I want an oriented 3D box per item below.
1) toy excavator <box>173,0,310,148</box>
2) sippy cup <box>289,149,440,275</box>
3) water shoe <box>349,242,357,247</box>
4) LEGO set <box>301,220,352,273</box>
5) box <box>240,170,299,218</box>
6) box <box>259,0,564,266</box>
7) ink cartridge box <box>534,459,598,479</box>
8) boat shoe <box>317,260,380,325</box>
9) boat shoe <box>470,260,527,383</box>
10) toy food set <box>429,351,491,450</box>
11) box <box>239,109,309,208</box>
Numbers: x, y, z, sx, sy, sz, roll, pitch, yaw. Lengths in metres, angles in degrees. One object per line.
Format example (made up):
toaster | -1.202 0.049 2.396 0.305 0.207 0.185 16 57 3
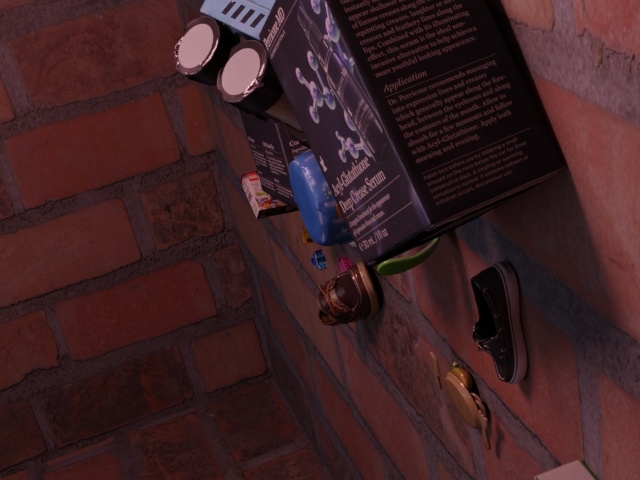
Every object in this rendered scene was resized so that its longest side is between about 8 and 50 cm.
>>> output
toy excavator | -0.056 -0.434 1.724 0.222 0.445 0.433 26 -173 -47
sippy cup | 0.073 -0.098 1.785 0.305 0.224 0.240 -126 22 -55
water shoe | 0.063 -0.077 2.250 0.203 0.073 0.080 57 143 29
LEGO set | 0.000 0.000 2.548 0.093 0.087 0.227 129 122 -75
box | -0.073 -0.122 2.397 0.114 0.207 0.036 64 152 27
box | 0.109 -0.201 1.406 0.395 0.212 0.293 65 163 5
ink cartridge box | 0.397 0.464 1.537 0.153 0.087 0.208 -126 22 -52
boat shoe | 0.054 0.143 2.439 0.342 0.123 0.123 121 129 -74
boat shoe | 0.275 0.141 1.610 0.080 0.076 0.228 -126 21 -52
toy food set | 0.280 0.298 1.933 0.192 0.038 0.132 52 165 42
box | -0.050 -0.257 2.172 0.343 0.179 0.312 -149 40 -70
